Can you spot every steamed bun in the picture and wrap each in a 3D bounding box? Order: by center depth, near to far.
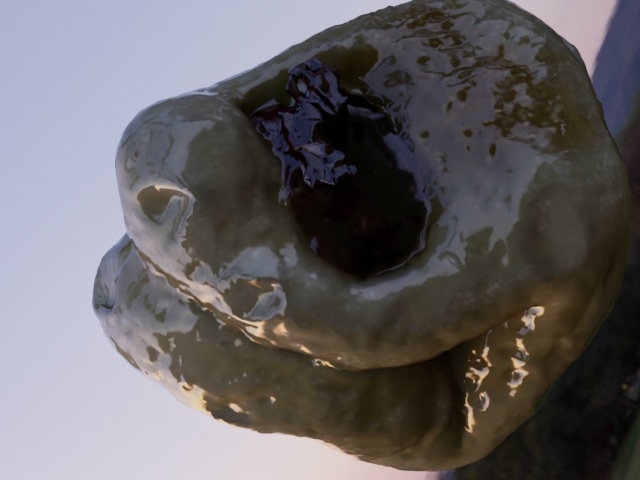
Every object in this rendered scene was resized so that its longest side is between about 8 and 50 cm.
[{"bbox_3d":[0.000,0.000,0.377,0.172,0.155,0.141,116,144,-44],"label":"steamed bun"}]
